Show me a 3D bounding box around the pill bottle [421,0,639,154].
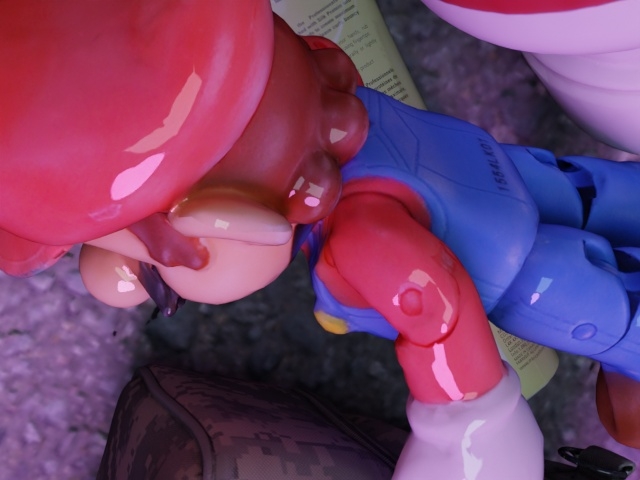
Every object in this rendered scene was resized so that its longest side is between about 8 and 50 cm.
[{"bbox_3d":[0.080,-0.213,0.359,0.229,0.229,0.408,-44,132,0],"label":"pill bottle"}]

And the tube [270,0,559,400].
[{"bbox_3d":[0.037,-0.024,0.538,0.240,0.062,0.070,57,43,-12],"label":"tube"}]

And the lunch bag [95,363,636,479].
[{"bbox_3d":[0.011,0.228,0.490,0.256,0.212,0.305,13,90,-18],"label":"lunch bag"}]

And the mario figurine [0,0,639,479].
[{"bbox_3d":[0.000,0.000,0.419,0.320,0.198,0.170,18,91,-26],"label":"mario figurine"}]
